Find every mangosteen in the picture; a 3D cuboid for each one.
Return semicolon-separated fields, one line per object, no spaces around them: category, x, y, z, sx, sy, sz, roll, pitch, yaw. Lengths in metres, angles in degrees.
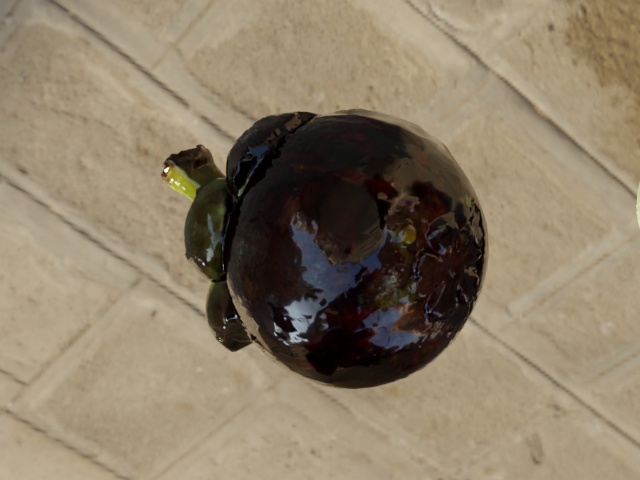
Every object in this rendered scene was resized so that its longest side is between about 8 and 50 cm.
mangosteen;0.007;0.006;0.629;0.184;0.172;0.172;-15;128;42

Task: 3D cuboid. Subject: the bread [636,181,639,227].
bread;0.289;0.016;0.769;0.193;0.112;0.036;49;144;19
